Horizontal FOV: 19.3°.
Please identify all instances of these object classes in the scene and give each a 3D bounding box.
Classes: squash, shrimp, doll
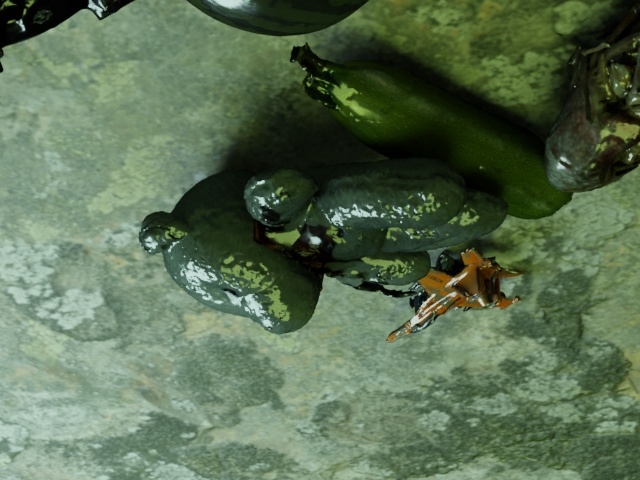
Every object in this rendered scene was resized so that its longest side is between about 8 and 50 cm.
[{"bbox_3d":[0.101,-0.100,1.712,0.331,0.087,0.087,23,136,-32],"label":"squash"},{"bbox_3d":[0.293,-0.158,1.620,0.145,0.116,0.343,-6,146,-34],"label":"shrimp"},{"bbox_3d":[-0.003,0.007,1.737,0.340,0.158,0.246,0,164,29],"label":"doll"}]

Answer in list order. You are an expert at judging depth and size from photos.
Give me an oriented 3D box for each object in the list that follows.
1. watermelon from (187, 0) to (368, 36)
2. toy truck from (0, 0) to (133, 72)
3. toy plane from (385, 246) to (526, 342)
[{"bbox_3d":[-0.036,-0.258,1.410,0.212,0.212,0.212,-1,142,0],"label":"watermelon"},{"bbox_3d":[-0.247,-0.247,1.458,0.161,0.177,0.213,-27,155,-15],"label":"toy truck"},{"bbox_3d":[0.126,0.057,1.948,0.135,0.062,0.188,22,151,-27],"label":"toy plane"}]
